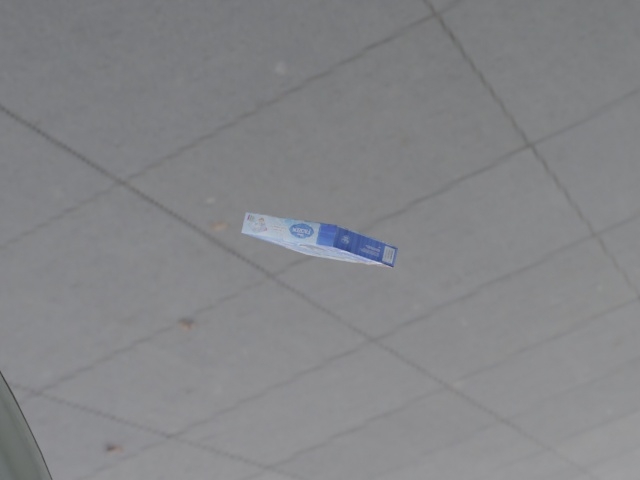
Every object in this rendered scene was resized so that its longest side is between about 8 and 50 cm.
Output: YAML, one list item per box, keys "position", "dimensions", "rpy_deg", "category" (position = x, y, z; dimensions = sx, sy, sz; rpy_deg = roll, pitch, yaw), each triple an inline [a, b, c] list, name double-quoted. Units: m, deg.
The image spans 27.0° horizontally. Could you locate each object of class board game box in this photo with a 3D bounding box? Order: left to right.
- position: [0.000, 0.000, 1.052]
  dimensions: [0.090, 0.020, 0.090]
  rpy_deg: [10, 174, 36]
  category: "board game box"

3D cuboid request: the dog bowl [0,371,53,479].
- position: [-0.227, 0.137, 0.385]
  dimensions: [0.150, 0.408, 0.408]
  rpy_deg: [-23, 156, 14]
  category: "dog bowl"
